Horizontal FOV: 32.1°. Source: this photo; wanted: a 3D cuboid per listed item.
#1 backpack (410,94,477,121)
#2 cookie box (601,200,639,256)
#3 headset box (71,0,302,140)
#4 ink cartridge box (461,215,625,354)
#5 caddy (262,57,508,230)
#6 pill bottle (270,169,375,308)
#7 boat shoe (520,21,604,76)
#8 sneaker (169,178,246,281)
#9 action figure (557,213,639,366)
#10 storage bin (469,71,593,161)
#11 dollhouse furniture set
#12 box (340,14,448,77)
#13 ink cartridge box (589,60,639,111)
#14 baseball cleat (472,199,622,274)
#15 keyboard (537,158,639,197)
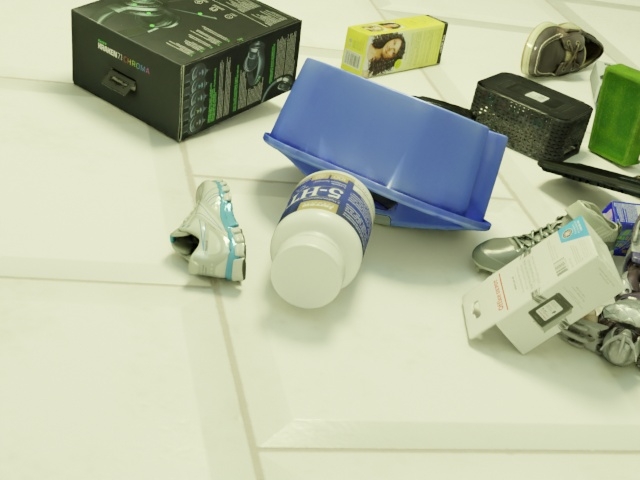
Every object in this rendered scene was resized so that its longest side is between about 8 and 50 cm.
[{"bbox_3d":[0.175,-0.171,1.742,0.114,0.084,0.105,21,29,6],"label":"backpack"},{"bbox_3d":[0.437,-0.013,1.554,0.107,0.092,0.040,6,61,-14],"label":"cookie box"},{"bbox_3d":[-0.215,-0.292,1.728,0.246,0.131,0.283,29,40,27],"label":"headset box"},{"bbox_3d":[0.261,0.062,1.325,0.060,0.180,0.104,46,21,-21],"label":"ink cartridge box"},{"bbox_3d":[0.087,-0.113,1.517,0.341,0.179,0.241,24,8,22],"label":"caddy"},{"bbox_3d":[0.000,0.000,1.339,0.112,0.112,0.187,14,28,3],"label":"pill bottle"},{"bbox_3d":[0.488,-0.380,2.226,0.092,0.103,0.285,22,24,27],"label":"boat shoe"},{"bbox_3d":[-0.146,-0.018,1.363,0.083,0.071,0.191,-2,31,-14],"label":"sneaker"},{"bbox_3d":[0.398,0.073,1.385,0.185,0.099,0.285,27,34,14],"label":"action figure"},{"bbox_3d":[0.352,-0.209,1.883,0.180,0.084,0.122,28,32,27],"label":"storage bin"},{"bbox_3d":[0.631,-0.179,1.847,0.197,0.151,0.301,-13,34,-38],"label":"dollhouse furniture set"},{"bbox_3d":[0.141,-0.364,2.076,0.058,0.087,0.232,31,35,34],"label":"box"},{"bbox_3d":[0.637,-0.274,2.148,0.223,0.045,0.224,14,29,3],"label":"ink cartridge box"},{"bbox_3d":[0.301,-0.007,1.472,0.206,0.109,0.072,-3,37,-22],"label":"baseball cleat"},{"bbox_3d":[0.496,-0.074,1.677,0.201,0.033,0.317,2,14,-39],"label":"keyboard"}]
